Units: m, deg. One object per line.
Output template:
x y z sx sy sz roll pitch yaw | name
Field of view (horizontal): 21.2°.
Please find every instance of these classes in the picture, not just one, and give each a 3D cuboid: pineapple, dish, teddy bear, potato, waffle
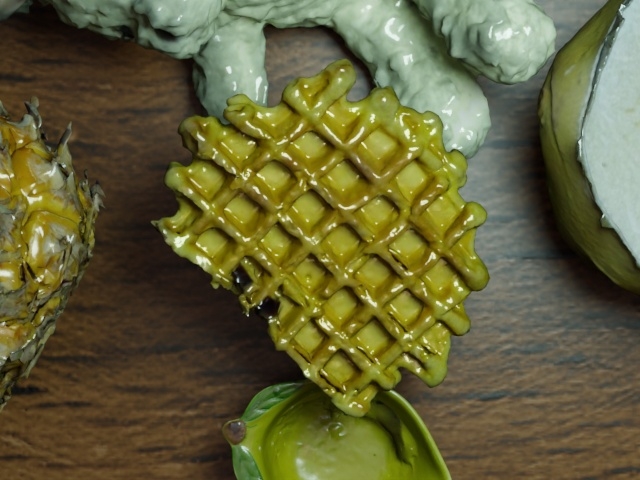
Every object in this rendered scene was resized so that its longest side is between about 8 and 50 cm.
-0.350 -0.002 1.417 0.300 0.352 0.352 27 89 -7 | pineapple
0.013 0.191 1.535 0.208 0.080 0.149 17 88 -2 | dish
-0.069 -0.189 1.424 0.362 0.327 0.375 -27 73 -35 | teddy bear
0.286 -0.090 1.470 0.246 0.196 0.299 -24 106 -19 | potato
0.001 0.000 1.434 0.283 0.065 0.309 -1 104 -5 | waffle
